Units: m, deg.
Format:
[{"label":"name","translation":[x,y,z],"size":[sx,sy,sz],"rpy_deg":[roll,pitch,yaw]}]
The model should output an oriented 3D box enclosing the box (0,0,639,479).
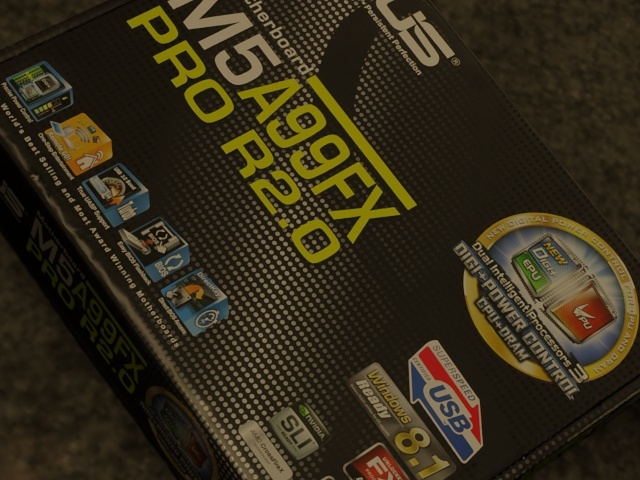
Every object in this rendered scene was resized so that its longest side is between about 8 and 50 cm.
[{"label":"box","translation":[0.000,0.000,0.821],"size":[0.216,0.060,0.270],"rpy_deg":[-30,76,-28]}]
